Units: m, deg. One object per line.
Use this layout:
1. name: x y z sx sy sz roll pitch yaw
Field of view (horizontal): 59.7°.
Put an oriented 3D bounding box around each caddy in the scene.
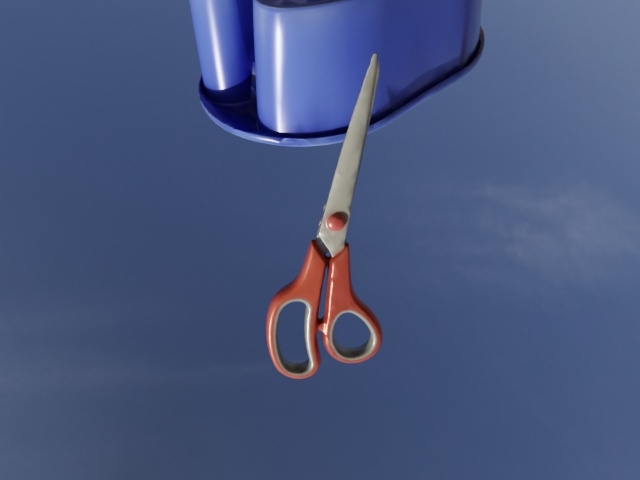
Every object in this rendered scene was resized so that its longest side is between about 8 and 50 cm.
1. caddy: 0.024 -0.227 0.595 0.341 0.179 0.241 -35 -126 -24

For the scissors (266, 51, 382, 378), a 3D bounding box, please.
1. scissors: 0.000 0.000 0.467 0.108 0.297 0.021 -4 -150 -2
